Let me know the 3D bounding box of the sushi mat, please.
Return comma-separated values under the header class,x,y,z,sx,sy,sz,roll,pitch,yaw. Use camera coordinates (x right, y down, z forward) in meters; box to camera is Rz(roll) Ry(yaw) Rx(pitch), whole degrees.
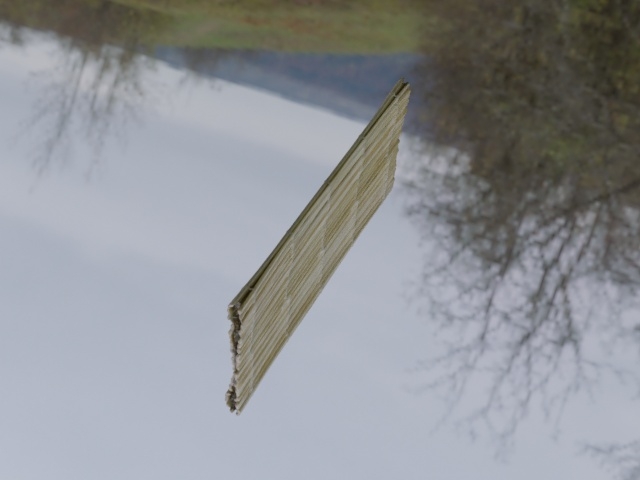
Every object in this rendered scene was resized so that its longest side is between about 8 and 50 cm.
class,x,y,z,sx,sy,sz,roll,pitch,yaw
sushi mat,0.000,0.000,1.087,0.019,0.151,0.316,25,-129,14
